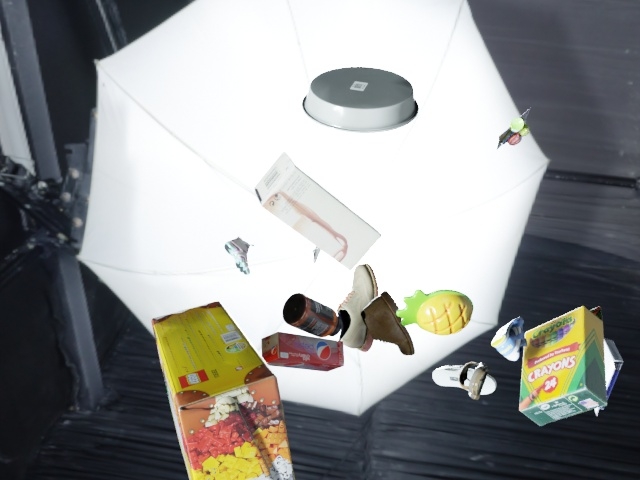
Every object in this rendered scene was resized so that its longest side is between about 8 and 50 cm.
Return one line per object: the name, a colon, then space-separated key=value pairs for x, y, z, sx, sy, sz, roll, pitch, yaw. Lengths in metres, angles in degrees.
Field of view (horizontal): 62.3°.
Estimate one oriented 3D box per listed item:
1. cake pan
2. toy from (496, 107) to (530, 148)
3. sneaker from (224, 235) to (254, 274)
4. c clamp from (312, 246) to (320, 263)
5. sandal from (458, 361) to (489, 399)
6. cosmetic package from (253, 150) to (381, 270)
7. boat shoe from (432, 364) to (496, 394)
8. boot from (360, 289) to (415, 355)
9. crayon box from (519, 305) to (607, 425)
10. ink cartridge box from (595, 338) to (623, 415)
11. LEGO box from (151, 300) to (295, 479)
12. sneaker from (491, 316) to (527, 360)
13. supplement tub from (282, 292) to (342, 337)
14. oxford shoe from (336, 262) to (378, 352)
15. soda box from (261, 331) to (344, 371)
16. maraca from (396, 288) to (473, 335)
cake pan: x=0.099 y=-0.357 z=1.309 sx=0.293 sy=0.294 sz=0.054 roll=-77 pitch=-10 yaw=-49
toy: x=0.683 y=-0.372 z=1.843 sx=0.137 sy=0.056 sz=0.237 roll=-44 pitch=-15 yaw=11
sneaker: x=-0.188 y=0.033 z=1.325 sx=0.069 sy=0.098 sz=0.038 roll=-34 pitch=5 yaw=-39
c clamp: x=0.000 y=0.000 z=1.905 sx=0.137 sy=0.022 sz=0.160 roll=-113 pitch=40 yaw=-72
sandal: x=0.352 y=0.323 z=1.235 sx=0.089 sy=0.060 sz=0.219 roll=-68 pitch=-22 yaw=-6
cosmetic package: x=-0.008 y=-0.073 z=1.328 sx=0.129 sy=0.296 sz=0.153 roll=-50 pitch=24 yaw=8
boat shoe: x=0.479 y=0.446 z=1.741 sx=0.070 sy=0.219 sz=0.077 roll=-17 pitch=-77 yaw=-46
boot: x=0.212 y=0.281 z=1.664 sx=0.112 sy=0.115 sz=0.305 roll=52 pitch=174 yaw=49
crayon box: x=0.641 y=0.310 z=1.407 sx=0.202 sy=0.081 sz=0.318 roll=-44 pitch=13 yaw=44
ink cartridge box: x=1.090 y=0.523 z=2.026 sx=0.224 sy=0.045 sz=0.223 roll=-49 pitch=-30 yaw=-64
LEGO box: x=-0.236 y=0.401 z=1.226 sx=0.500 sy=0.193 sz=0.372 roll=-155 pitch=54 yaw=-65
sneaker: x=0.421 y=0.215 z=1.158 sx=0.144 sy=0.059 sz=0.053 roll=-28 pitch=-19 yaw=-51
supplement tub: x=-0.019 y=0.238 z=1.632 sx=0.198 sy=0.106 sz=0.106 roll=32 pitch=-122 yaw=-42
oxford shoe: x=0.131 y=0.228 z=1.946 sx=0.123 sy=0.130 sz=0.348 roll=132 pitch=149 yaw=-50
soda box: x=-0.051 y=0.344 z=1.619 sx=0.092 sy=0.263 sz=0.083 roll=-31 pitch=54 yaw=41
maraca: x=0.270 y=0.165 z=1.238 sx=0.099 sy=0.186 sz=0.127 roll=-108 pitch=31 yaw=-60
